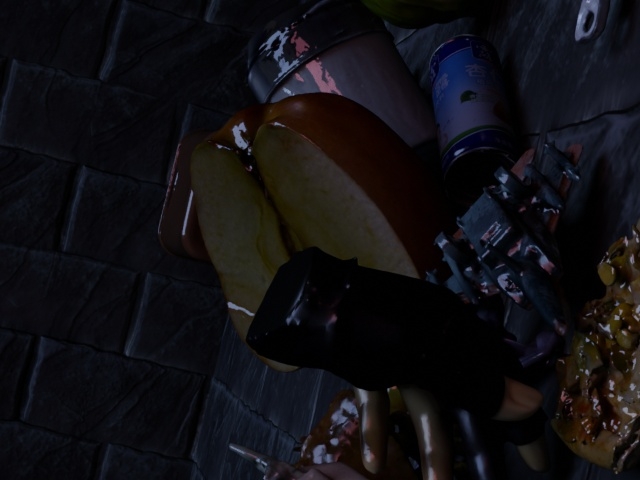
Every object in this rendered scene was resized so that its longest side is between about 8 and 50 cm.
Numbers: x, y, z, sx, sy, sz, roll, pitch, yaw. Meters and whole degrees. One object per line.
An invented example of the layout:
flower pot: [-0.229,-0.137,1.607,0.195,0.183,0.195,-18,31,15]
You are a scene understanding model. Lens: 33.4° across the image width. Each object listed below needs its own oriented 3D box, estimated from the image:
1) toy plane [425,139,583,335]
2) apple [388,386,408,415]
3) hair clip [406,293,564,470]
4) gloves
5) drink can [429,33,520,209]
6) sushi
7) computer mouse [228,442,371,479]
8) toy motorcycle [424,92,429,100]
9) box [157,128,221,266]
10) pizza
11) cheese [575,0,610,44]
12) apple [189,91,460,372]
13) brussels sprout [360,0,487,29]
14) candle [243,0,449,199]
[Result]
toy plane: [0.181,0.009,0.998,0.223,0.104,0.326,-50,8,15]
apple: [0.103,0.191,1.362,0.089,0.074,0.089,-164,90,-77]
hair clip: [0.157,0.155,1.146,0.137,0.090,0.278,-41,-13,-44]
gloves: [0.086,0.119,0.945,0.152,0.301,0.197,-46,7,-26]
drink can: [0.187,-0.149,1.308,0.235,0.097,0.097,-89,17,-46]
sushi: [0.071,0.297,1.090,0.167,0.179,0.296,-43,66,51]
computer mouse: [0.049,0.324,0.956,0.199,0.389,0.115,-43,-27,-22]
toy motorcycle: [0.114,-0.193,1.718,0.228,0.074,0.151,-95,19,-50]
box: [-0.086,-0.052,1.849,0.229,0.339,0.239,-172,95,-74]
pizza: [0.245,0.085,0.875,0.147,0.069,0.226,-101,26,-67]
cheese: [0.299,-0.330,1.059,0.163,0.071,0.249,128,153,-63]
apple: [0.000,0.000,1.314,0.295,0.329,0.365,-84,-30,-75]
brussels sprout: [0.151,-0.426,1.439,0.294,0.227,0.259,-73,3,-47]
candle: [0.050,-0.167,1.517,0.342,0.221,0.221,61,157,8]
